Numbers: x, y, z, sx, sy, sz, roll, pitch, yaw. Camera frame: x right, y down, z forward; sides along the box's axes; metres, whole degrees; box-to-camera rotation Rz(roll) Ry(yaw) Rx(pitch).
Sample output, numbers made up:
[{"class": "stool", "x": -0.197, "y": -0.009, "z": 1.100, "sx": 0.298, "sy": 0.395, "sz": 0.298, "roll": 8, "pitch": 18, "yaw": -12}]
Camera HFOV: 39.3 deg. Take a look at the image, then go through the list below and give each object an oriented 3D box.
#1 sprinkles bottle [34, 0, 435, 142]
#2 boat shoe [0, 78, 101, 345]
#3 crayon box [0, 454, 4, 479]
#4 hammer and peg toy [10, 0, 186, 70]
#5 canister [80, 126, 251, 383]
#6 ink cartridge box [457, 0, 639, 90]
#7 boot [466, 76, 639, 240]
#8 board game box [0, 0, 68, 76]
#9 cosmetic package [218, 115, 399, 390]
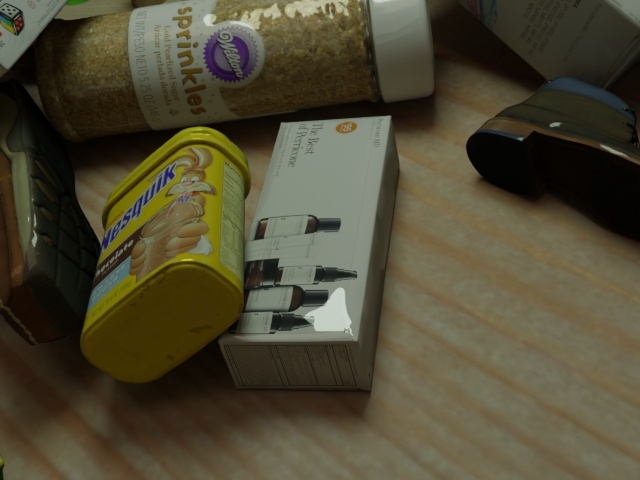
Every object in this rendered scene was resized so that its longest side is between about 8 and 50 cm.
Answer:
[{"class": "sprinkles bottle", "x": -0.075, "y": -0.170, "z": 0.833, "sx": 0.356, "sy": 0.121, "sz": 0.121, "roll": -7, "pitch": 43, "yaw": 8}, {"class": "boat shoe", "x": -0.260, "y": -0.017, "z": 0.733, "sx": 0.120, "sy": 0.122, "sz": 0.324, "roll": -29, "pitch": 36, "yaw": -5}, {"class": "crayon box", "x": -0.406, "y": 0.176, "z": 0.455, "sx": 0.313, "sy": 0.106, "sz": 0.363, "roll": 28, "pitch": 40, "yaw": 17}, {"class": "hammer and peg toy", "x": -0.180, "y": -0.300, "z": 0.991, "sx": 0.361, "sy": 0.127, "sz": 0.266, "roll": 2, "pitch": 43, "yaw": 16}, {"class": "canister", "x": -0.109, "y": 0.007, "z": 0.650, "sx": 0.126, "sy": 0.073, "sz": 0.170, "roll": -37, "pitch": 31, "yaw": 20}, {"class": "ink cartridge box", "x": 0.210, "y": -0.301, "z": 0.803, "sx": 0.226, "sy": 0.131, "sz": 0.306, "roll": -39, "pitch": 78, "yaw": -23}, {"class": "boot", "x": 0.229, "y": -0.072, "z": 0.684, "sx": 0.219, "sy": 0.082, "sz": 0.106, "roll": 26, "pitch": 58, "yaw": 36}, {"class": "board game box", "x": -0.339, "y": -0.167, "z": 0.838, "sx": 0.305, "sy": 0.053, "sz": 0.193, "roll": -23, "pitch": 33, "yaw": 39}, {"class": "cosmetic package", "x": 0.000, "y": 0.000, "z": 0.681, "sx": 0.099, "sy": 0.060, "sz": 0.239, "roll": -1, "pitch": 45, "yaw": 12}]
